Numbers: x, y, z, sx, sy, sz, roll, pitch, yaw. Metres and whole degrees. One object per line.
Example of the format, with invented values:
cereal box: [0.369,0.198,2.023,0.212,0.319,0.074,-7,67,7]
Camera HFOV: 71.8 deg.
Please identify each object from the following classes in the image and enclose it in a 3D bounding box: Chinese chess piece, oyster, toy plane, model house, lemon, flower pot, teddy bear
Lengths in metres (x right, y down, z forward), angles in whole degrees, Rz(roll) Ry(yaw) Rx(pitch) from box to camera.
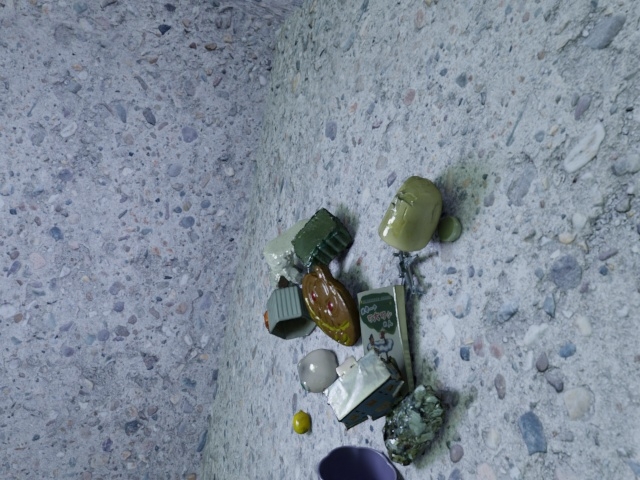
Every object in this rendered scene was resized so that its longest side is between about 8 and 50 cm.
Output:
Chinese chess piece: [0.410,-0.036,1.406,0.084,0.034,0.084,-37,47,55]
oyster: [0.283,0.551,1.363,0.162,0.158,0.351,33,131,25]
toy plane: [0.302,0.106,1.551,0.226,0.058,0.226,-109,22,-44]
model house: [0.165,0.497,1.492,0.271,0.206,0.178,-46,44,8]
lemon: [-0.090,0.848,2.067,0.082,0.082,0.110,-54,34,43]
flower pot: [-0.145,0.359,2.187,0.209,0.239,0.189,-33,46,23]
teddy bear: [-0.138,0.129,2.379,0.362,0.375,0.327,65,176,-38]
flower pot: [0.117,0.876,1.480,0.265,0.265,0.243,-157,67,-63]

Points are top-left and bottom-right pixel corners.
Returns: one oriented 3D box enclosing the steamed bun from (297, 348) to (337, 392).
steamed bun: [-0.025,0.583,1.971,0.228,0.131,0.177,-52,40,42]

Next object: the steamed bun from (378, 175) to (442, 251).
steamed bun: [0.307,-0.083,1.429,0.232,0.166,0.273,-63,-12,21]

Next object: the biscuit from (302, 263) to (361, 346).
biscuit: [0.027,0.269,1.868,0.394,0.070,0.350,8,116,61]

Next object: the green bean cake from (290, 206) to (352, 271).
green bean cake: [0.000,0.000,2.024,0.255,0.132,0.241,-49,35,7]

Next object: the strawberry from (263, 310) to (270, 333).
strawberry: [-0.263,0.444,2.543,0.192,0.085,0.140,41,111,54]

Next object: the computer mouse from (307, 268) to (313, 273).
computer mouse: [-0.024,0.197,2.136,0.147,0.088,0.264,83,-177,-82]

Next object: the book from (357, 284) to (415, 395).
book: [0.227,0.358,1.587,0.260,0.043,0.371,-26,66,59]
